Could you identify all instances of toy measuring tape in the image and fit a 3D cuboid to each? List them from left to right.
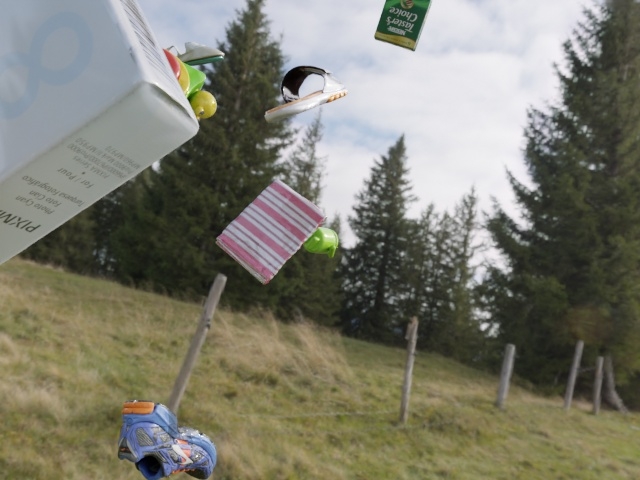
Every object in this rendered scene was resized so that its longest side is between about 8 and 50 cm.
[{"bbox_3d":[-0.309,-0.251,0.834,0.330,0.122,0.121,23,-10,-19],"label":"toy measuring tape"}]

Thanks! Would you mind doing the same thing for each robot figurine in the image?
[{"bbox_3d":[0.000,0.000,1.477,0.115,0.067,0.101,7,40,-55],"label":"robot figurine"}]

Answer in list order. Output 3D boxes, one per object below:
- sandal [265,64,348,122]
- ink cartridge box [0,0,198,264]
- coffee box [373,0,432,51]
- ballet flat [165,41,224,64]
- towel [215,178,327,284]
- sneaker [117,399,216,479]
[{"bbox_3d":[-0.026,-0.266,0.999,0.101,0.076,0.265,-12,15,22],"label":"sandal"},{"bbox_3d":[-0.330,-0.122,0.492,0.384,0.308,0.091,-31,-21,5],"label":"ink cartridge box"},{"bbox_3d":[0.216,-0.580,1.441,0.113,0.184,0.040,22,11,8],"label":"coffee box"},{"bbox_3d":[-0.409,-0.550,1.721,0.248,0.086,0.086,-12,-15,16],"label":"ballet flat"},{"bbox_3d":[-0.100,-0.022,1.189,0.144,0.197,0.029,39,-18,13],"label":"towel"},{"bbox_3d":[-0.231,0.314,0.850,0.083,0.087,0.221,-5,-39,25],"label":"sneaker"}]
